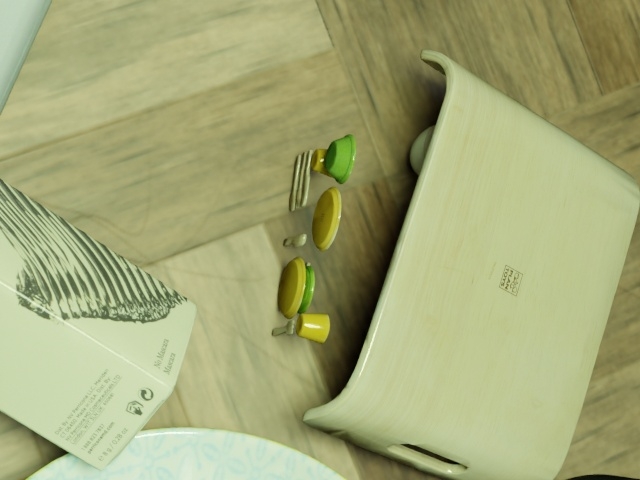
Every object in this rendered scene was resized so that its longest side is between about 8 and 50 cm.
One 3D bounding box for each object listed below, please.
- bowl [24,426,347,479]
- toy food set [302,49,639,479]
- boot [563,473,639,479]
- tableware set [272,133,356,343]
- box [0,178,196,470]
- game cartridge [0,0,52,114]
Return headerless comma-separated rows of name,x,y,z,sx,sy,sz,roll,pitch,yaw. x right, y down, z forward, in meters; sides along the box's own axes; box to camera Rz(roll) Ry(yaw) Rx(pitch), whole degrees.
bowl,-0.091,0.277,0.913,0.289,0.289,0.156,-9,129,-21
toy food set,0.119,0.031,1.079,0.220,0.092,0.306,27,75,-32
boot,0.277,0.329,1.115,0.264,0.096,0.280,-3,91,-28
tableware set,0.000,0.000,1.028,0.024,0.104,0.154,11,80,-20
box,-0.225,0.028,0.925,0.275,0.113,0.094,34,117,-15
game cartridge,-0.322,-0.186,0.899,0.294,0.060,0.196,18,116,-29
